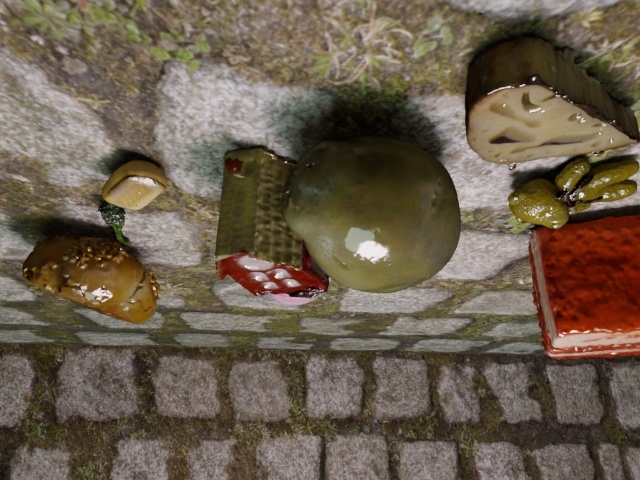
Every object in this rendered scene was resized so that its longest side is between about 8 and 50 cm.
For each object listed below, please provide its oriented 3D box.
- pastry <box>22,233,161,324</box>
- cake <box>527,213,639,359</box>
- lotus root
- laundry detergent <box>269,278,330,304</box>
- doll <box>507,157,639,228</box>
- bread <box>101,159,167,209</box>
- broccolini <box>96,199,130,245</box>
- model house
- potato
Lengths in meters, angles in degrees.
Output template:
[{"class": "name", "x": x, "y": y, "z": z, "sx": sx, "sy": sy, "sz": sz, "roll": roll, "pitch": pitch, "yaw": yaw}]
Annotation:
[{"class": "pastry", "x": -0.514, "y": 0.081, "z": 1.056, "sx": 0.254, "sy": 0.162, "sz": 0.311, "roll": 15, "pitch": 162, "yaw": 21}, {"class": "cake", "x": 0.624, "y": 0.115, "z": 1.011, "sx": 0.269, "sy": 0.270, "sz": 0.319, "roll": -9, "pitch": 157, "yaw": 22}, {"class": "lotus root", "x": 0.285, "y": -0.163, "z": 0.600, "sx": 0.260, "sy": 0.075, "sz": 0.170, "roll": 16, "pitch": 153, "yaw": -38}, {"class": "laundry detergent", "x": -0.042, "y": 0.088, "z": 1.182, "sx": 0.158, "sy": 0.088, "sz": 0.335, "roll": 5, "pitch": 157, "yaw": -14}, {"class": "doll", "x": 0.441, "y": -0.075, "z": 0.789, "sx": 0.209, "sy": 0.097, "sz": 0.137, "roll": -17, "pitch": 147, "yaw": 23}, {"class": "bread", "x": -0.317, "y": -0.099, "z": 0.771, "sx": 0.082, "sy": 0.056, "sz": 0.115, "roll": 16, "pitch": 148, "yaw": -41}, {"class": "broccolini", "x": -0.430, "y": -0.026, "z": 0.964, "sx": 0.054, "sy": 0.051, "sz": 0.239, "roll": -3, "pitch": 161, "yaw": -18}, {"class": "model house", "x": -0.096, "y": -0.023, "z": 0.777, "sx": 0.159, "sy": 0.196, "sz": 0.254, "roll": -7, "pitch": 156, "yaw": 20}, {"class": "potato", "x": 0.092, "y": -0.036, "z": 0.711, "sx": 0.242, "sy": 0.221, "sz": 0.326, "roll": -7, "pitch": 152, "yaw": 21}]
